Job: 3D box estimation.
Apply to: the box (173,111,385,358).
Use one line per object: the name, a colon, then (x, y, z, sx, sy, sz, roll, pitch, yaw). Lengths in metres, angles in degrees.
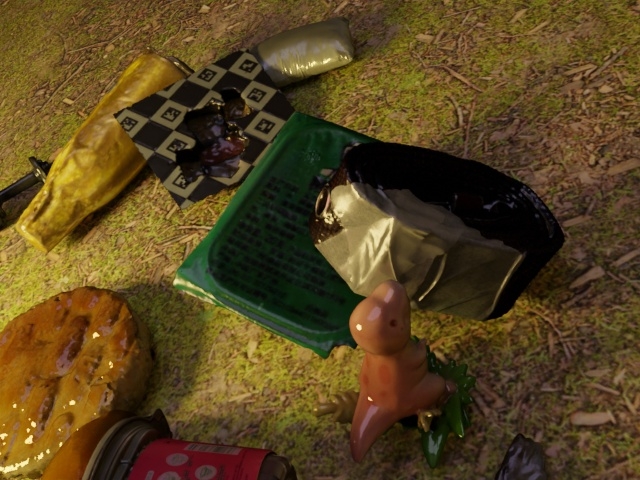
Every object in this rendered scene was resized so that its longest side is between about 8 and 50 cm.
box: (0.000, 0.000, 1.029, 0.264, 0.106, 0.336, 24, 61, 17)

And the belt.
belt: (0.131, -0.004, 0.881, 0.289, 0.164, 0.184, 13, 42, -19)

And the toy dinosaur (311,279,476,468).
toy dinosaur: (0.085, 0.154, 0.796, 0.152, 0.177, 0.194, 38, 101, 42)

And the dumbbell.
dumbbell: (-0.626, -0.110, 1.516, 0.255, 0.110, 0.110, -36, 42, -14)

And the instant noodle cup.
instant noodle cup: (-0.117, 0.309, 0.747, 0.182, 0.258, 0.302, -2, 52, 9)

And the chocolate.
chocolate: (-0.413, -0.171, 1.410, 0.162, 0.162, 0.445, 15, 60, 38)

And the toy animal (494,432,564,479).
toy animal: (0.170, 0.293, 0.673, 0.197, 0.160, 0.272, -26, 35, 7)

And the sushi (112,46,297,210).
sushi: (-0.193, -0.199, 1.363, 0.294, 0.059, 0.292, -29, 60, -14)

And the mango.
mango: (-0.263, 0.300, 0.882, 0.136, 0.166, 0.236, 10, 18, -4)

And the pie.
pie: (-0.397, 0.207, 1.103, 0.340, 0.083, 0.339, -17, 45, 17)

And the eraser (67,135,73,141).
eraser: (-0.475, -0.204, 1.547, 0.105, 0.026, 0.065, -15, 37, -16)

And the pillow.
pillow: (-0.054, -0.357, 1.450, 0.254, 0.078, 0.144, -16, 54, 16)
